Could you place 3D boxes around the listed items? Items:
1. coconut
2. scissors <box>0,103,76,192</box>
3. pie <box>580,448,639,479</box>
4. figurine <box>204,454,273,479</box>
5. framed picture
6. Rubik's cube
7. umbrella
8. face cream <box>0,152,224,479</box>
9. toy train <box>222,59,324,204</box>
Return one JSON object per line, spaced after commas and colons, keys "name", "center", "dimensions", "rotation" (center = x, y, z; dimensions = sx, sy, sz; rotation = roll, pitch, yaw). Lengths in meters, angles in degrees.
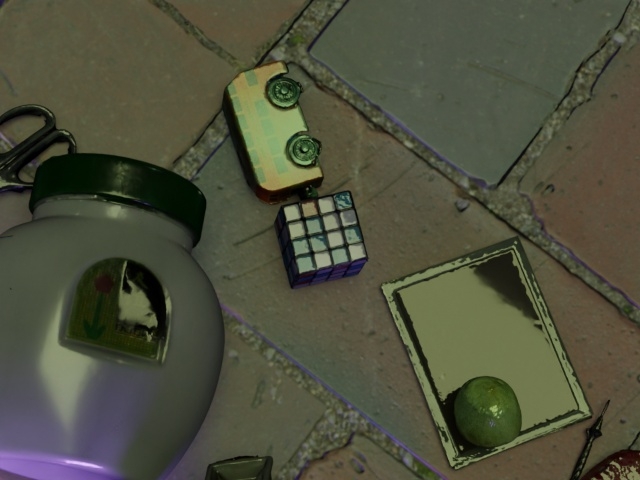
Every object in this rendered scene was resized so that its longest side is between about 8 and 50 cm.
{"name": "coconut", "center": [0.205, 0.213, 1.947], "dimensions": [0.088, 0.096, 0.088], "rotation": [-7, 41, 6]}
{"name": "scissors", "center": [-0.433, -0.056, 1.957], "dimensions": [0.300, 0.022, 0.109], "rotation": [-41, 89, -20]}
{"name": "pie", "center": [0.388, 0.333, 1.979], "dimensions": [0.155, 0.036, 0.154], "rotation": [2, 77, -7]}
{"name": "figurine", "center": [-0.110, 0.415, 1.806], "dimensions": [0.343, 0.167, 0.284], "rotation": [-16, 105, -15]}
{"name": "framed picture", "center": [0.209, 0.140, 2.013], "dimensions": [0.197, 0.014, 0.252], "rotation": [-19, 80, -11]}
{"name": "Rubik's cube", "center": [0.000, 0.000, 1.979], "dimensions": [0.092, 0.092, 0.092], "rotation": [-13, 79, -10]}
{"name": "umbrella", "center": [0.333, 0.265, 1.996], "dimensions": [0.022, 0.022, 0.148], "rotation": [23, 75, 13]}
{"name": "face cream", "center": [-0.264, 0.099, 1.851], "dimensions": [0.313, 0.219, 0.357], "rotation": [16, 70, -20]}
{"name": "toy train", "center": [-0.058, -0.133, 2.013], "dimensions": [0.099, 0.072, 0.188], "rotation": [-16, 79, -11]}
